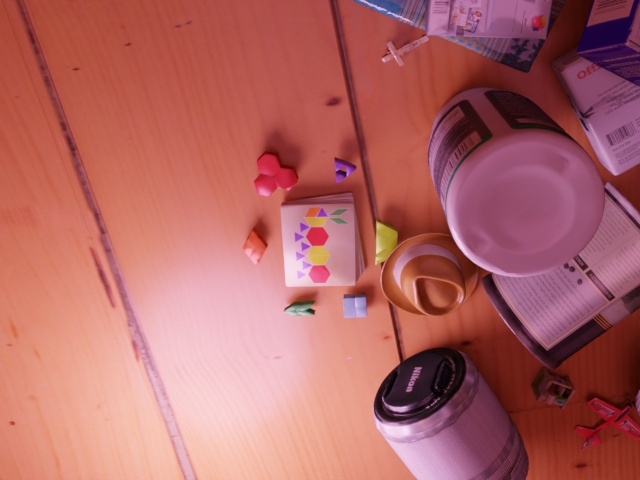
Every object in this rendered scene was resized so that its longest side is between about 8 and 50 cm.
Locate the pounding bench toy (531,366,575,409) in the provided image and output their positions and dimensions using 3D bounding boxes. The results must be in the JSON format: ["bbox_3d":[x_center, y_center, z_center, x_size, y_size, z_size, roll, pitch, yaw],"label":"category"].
[{"bbox_3d":[0.467,0.303,1.371,0.065,0.083,0.052,21,113,-6],"label":"pounding bench toy"}]

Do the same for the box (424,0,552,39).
[{"bbox_3d":[0.260,-0.386,1.059,0.186,0.038,0.145,2,116,1],"label":"box"}]

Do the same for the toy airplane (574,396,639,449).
[{"bbox_3d":[0.592,0.379,1.431,0.151,0.028,0.151,1,114,3],"label":"toy airplane"}]

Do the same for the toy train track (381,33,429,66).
[{"bbox_3d":[0.140,-0.318,1.141,0.083,0.014,0.048,-22,126,25],"label":"toy train track"}]

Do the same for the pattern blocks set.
[{"bbox_3d":[0.000,0.000,1.288,0.285,0.026,0.325,6,114,0],"label":"pattern blocks set"}]

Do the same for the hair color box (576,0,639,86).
[{"bbox_3d":[0.557,-0.299,1.010,0.338,0.110,0.185,17,90,-23],"label":"hair color box"}]

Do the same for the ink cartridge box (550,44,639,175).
[{"bbox_3d":[0.492,-0.237,1.125,0.153,0.087,0.208,-30,109,14],"label":"ink cartridge box"}]

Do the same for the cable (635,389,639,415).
[{"bbox_3d":[0.722,0.284,1.290,0.257,0.089,0.257,-13,146,0],"label":"cable"}]

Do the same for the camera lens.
[{"bbox_3d":[0.249,0.362,1.333,0.219,0.219,0.274,-31,109,15],"label":"camera lens"}]

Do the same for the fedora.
[{"bbox_3d":[0.207,0.080,1.272,0.194,0.079,0.194,-3,120,-6],"label":"fedora"}]

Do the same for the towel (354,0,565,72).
[{"bbox_3d":[0.219,-0.452,1.071,0.370,0.040,0.271,21,115,-9],"label":"towel"}]

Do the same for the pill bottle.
[{"bbox_3d":[0.270,-0.111,1.042,0.204,0.361,0.204,1,114,3],"label":"pill bottle"}]

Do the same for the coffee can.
[{"bbox_3d":[0.451,0.061,1.199,0.275,0.201,0.201,-41,106,18],"label":"coffee can"}]
